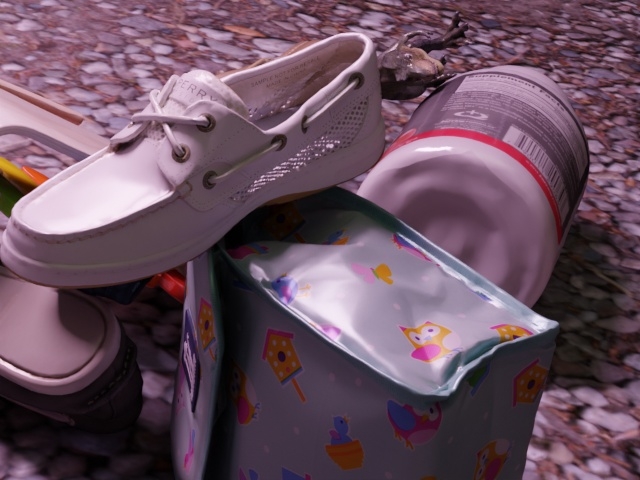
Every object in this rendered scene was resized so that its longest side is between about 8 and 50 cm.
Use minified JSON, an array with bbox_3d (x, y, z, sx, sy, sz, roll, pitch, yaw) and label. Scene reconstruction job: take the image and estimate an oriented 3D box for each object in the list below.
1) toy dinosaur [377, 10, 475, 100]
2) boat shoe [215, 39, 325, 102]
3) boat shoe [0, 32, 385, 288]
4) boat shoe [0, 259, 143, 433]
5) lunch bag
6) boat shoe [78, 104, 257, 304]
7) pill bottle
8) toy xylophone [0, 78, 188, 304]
[{"bbox_3d":[0.084,-0.163,1.643,0.118,0.064,0.268,-23,-3,-18],"label":"toy dinosaur"},{"bbox_3d":[-0.066,-0.124,1.611,0.110,0.121,0.341,20,27,10],"label":"boat shoe"},{"bbox_3d":[-0.075,-0.060,1.015,0.277,0.096,0.098,-28,45,-35],"label":"boat shoe"},{"bbox_3d":[-0.264,0.048,1.219,0.335,0.095,0.112,26,63,30],"label":"boat shoe"},{"bbox_3d":[-0.002,0.097,1.072,0.262,0.223,0.160,32,41,32],"label":"lunch bag"},{"bbox_3d":[-0.090,-0.016,1.201,0.089,0.109,0.258,37,46,17],"label":"boat shoe"},{"bbox_3d":[0.146,-0.052,1.509,0.176,0.176,0.318,19,26,9],"label":"pill bottle"},{"bbox_3d":[-0.213,-0.054,1.295,0.323,0.081,0.236,28,7,-41],"label":"toy xylophone"}]
